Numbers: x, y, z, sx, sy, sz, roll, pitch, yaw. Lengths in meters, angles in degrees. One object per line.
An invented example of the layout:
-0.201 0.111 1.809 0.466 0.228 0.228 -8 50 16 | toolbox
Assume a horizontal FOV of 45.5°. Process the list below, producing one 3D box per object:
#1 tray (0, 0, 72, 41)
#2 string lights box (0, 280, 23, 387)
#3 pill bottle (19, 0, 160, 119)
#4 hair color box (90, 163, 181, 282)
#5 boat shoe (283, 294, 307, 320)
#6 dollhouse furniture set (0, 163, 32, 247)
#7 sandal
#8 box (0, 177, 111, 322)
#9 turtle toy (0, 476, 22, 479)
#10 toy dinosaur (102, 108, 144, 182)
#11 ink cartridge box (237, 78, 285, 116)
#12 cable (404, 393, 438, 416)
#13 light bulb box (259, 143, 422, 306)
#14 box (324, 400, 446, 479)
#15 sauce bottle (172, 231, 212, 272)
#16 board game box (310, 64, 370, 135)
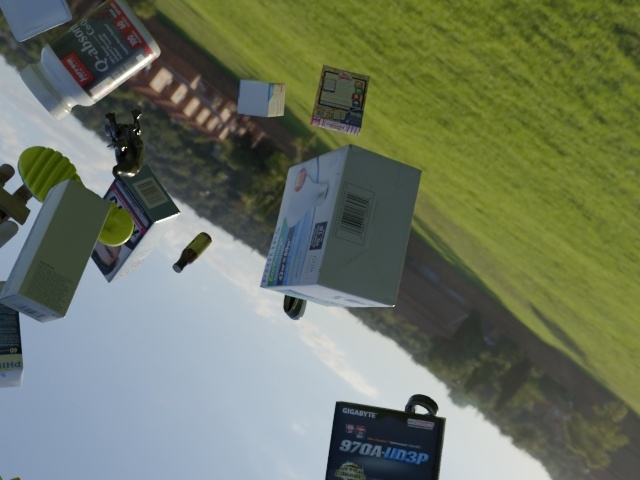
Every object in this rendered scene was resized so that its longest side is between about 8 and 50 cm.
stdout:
-0.488 -0.464 1.205 0.145 0.030 0.270 -8 113 35 | tray
-0.774 0.217 1.784 0.133 0.077 0.260 1 -132 -26 | string lights box
-0.666 -0.522 2.210 0.210 0.363 0.210 52 176 5 | pill bottle
-0.591 -0.045 2.333 0.113 0.374 0.185 -28 -101 -45 | hair color box
-0.077 0.151 2.513 0.078 0.219 0.070 -11 146 29 | boat shoe
-0.764 -0.082 1.988 0.242 0.161 0.212 44 -161 -26 | dollhouse furniture set
-0.606 -0.098 1.861 0.317 0.126 0.138 46 159 -13 | sandal
-0.537 0.020 1.556 0.094 0.275 0.113 -15 139 42 | box
-0.621 0.495 1.462 0.066 0.095 0.130 -120 15 -76 | turtle toy
-0.516 -0.248 2.060 0.160 0.121 0.313 85 163 -47 | toy dinosaur
-0.156 -0.389 2.087 0.090 0.092 0.143 9 -167 16 | ink cartridge box
0.182 0.413 1.650 0.139 0.072 0.287 42 150 -3 | cable
0.045 -0.022 1.961 0.225 0.358 0.361 18 167 -24 | light bulb box
0.128 0.419 1.500 0.220 0.175 0.051 6 172 17 | box
-0.310 0.029 1.838 0.042 0.128 0.042 17 132 20 | sauce bottle
0.059 -0.413 2.239 0.146 0.193 0.045 13 153 -4 | board game box
